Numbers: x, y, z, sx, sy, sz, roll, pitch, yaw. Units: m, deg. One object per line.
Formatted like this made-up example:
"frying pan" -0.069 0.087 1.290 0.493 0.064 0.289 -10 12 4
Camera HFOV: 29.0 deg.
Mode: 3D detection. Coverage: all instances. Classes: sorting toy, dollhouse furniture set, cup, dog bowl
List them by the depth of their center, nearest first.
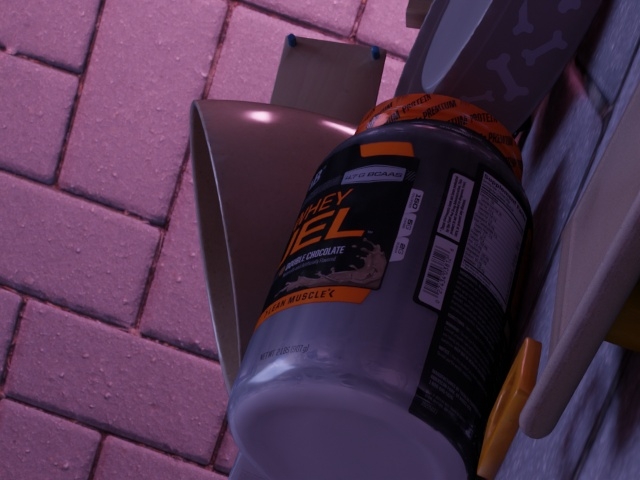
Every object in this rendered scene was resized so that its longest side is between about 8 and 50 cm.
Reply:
"sorting toy" 0.162 -0.014 0.617 0.196 0.047 0.348 -63 -7 -50
"dog bowl" 0.197 -0.249 1.280 0.349 0.102 0.349 -61 8 15
"cup" 0.000 0.000 1.321 0.331 0.237 0.331 172 90 -81
"dollhouse furniture set" 0.068 -0.167 1.566 0.198 0.303 0.286 78 -158 -70

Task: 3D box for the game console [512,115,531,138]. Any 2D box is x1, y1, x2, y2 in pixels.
"game console" 0.215 -0.163 1.484 0.107 0.071 0.122 61 -157 -22

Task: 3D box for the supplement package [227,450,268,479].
"supplement package" 0.013 0.234 1.478 0.203 0.194 0.149 112 179 -50

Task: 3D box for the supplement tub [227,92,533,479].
"supplement tub" 0.064 0.046 1.052 0.207 0.207 0.338 108 -178 -51
